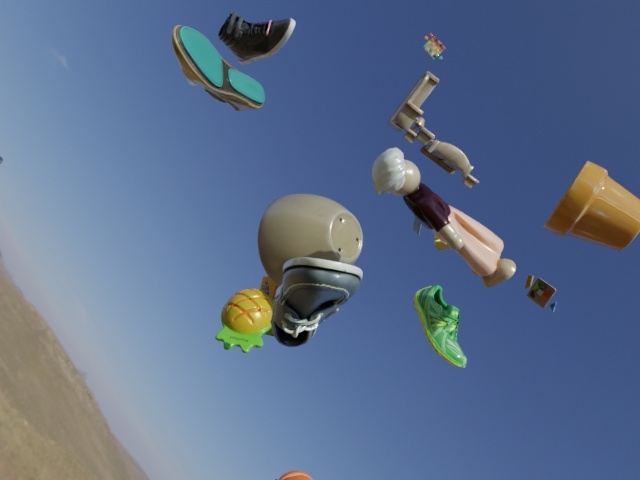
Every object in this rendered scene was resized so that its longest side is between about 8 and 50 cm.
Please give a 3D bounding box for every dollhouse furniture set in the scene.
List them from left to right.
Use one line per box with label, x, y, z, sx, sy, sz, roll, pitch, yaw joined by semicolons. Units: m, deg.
dollhouse furniture set;0.391;-0.311;1.331;0.355;0.174;0.303;36;12;-4

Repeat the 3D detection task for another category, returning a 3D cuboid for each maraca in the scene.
maraca;-0.167;0.181;1.036;0.127;0.186;0.099;6;-54;5

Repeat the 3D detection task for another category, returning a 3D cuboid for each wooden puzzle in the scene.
wooden puzzle;0.325;-0.554;1.303;0.083;0.049;0.006;47;-2;-1
wooden puzzle;0.653;0.155;1.350;0.116;0.014;0.079;39;-62;53

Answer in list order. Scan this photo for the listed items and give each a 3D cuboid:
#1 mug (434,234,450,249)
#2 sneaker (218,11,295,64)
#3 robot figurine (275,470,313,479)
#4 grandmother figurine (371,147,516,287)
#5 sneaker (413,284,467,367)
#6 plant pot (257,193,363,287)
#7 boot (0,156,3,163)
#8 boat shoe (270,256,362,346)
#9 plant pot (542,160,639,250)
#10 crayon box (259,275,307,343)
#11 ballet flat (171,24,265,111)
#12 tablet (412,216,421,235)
mug;0.354;0.002;1.250;0.064;0.078;0.062;1;-46;45
sneaker;-0.217;-0.663;1.443;0.295;0.105;0.147;0;-23;45
robot figurine;-0.055;0.676;1.157;0.219;0.158;0.128;179;-105;-71
grandmother figurine;0.232;-0.053;0.900;0.342;0.104;0.208;40;5;-19
sneaker;0.406;0.274;1.493;0.123;0.109;0.296;-38;-127;25
plant pot;0.000;0.000;1.221;0.191;0.284;0.284;-9;-69;44
boot;-0.709;-0.053;0.782;0.138;0.284;0.377;29;2;-27
boat shoe;-0.017;0.104;0.694;0.116;0.099;0.319;13;-20;-10
plant pot;0.725;-0.074;1.182;0.188;0.205;0.205;34;-37;21
crayon box;-0.138;0.224;1.526;0.081;0.202;0.318;21;-16;-31
ballet flat;-0.182;-0.273;0.766;0.073;0.232;0.080;-10;-104;25
tablet;0.393;-0.066;1.841;0.054;0.006;0.083;-120;-156;-47
